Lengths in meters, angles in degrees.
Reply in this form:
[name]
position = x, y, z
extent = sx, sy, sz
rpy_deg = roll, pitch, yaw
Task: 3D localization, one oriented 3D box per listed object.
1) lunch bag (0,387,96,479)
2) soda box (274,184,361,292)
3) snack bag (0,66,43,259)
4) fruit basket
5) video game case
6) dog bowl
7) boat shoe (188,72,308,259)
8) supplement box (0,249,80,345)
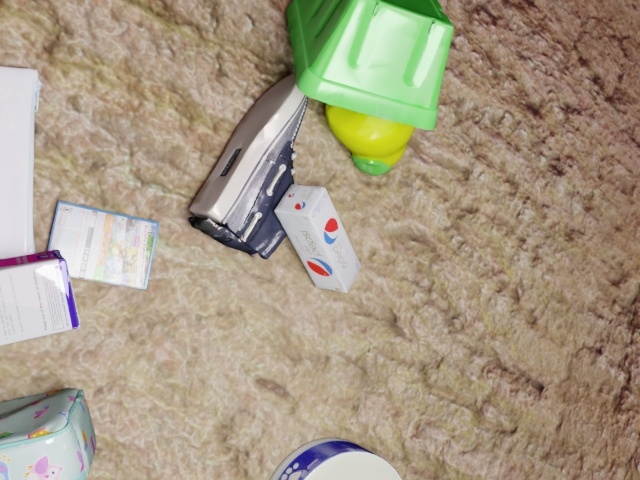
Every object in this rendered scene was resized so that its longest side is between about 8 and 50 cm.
[lunch bag]
position = -0.433, 0.293, 0.909
extent = 0.224, 0.279, 0.107
rpy_deg = -13, 93, -15
[soda box]
position = 0.000, 0.000, 1.192
extent = 0.069, 0.074, 0.216
rpy_deg = -59, 141, -32
[snack bag]
position = -0.597, -0.118, 0.981
extent = 0.343, 0.037, 0.322
rpy_deg = 2, 86, -26
[fruit basket]
position = 0.072, -0.295, 1.199
extent = 0.283, 0.392, 0.391
rpy_deg = 13, 82, -17
[video game case]
position = -0.362, 0.010, 1.102
extent = 0.166, 0.015, 0.119
rpy_deg = 13, 81, -25
[dog bowl]
position = 0.030, 0.507, 1.219
extent = 0.265, 0.104, 0.264
rpy_deg = 1, 87, -26
[boat shoe]
position = -0.089, -0.127, 1.200
extent = 0.158, 0.127, 0.340
rpy_deg = 40, 74, -32
[supplement box]
position = -0.483, 0.092, 0.973
extent = 0.220, 0.111, 0.113
rpy_deg = -13, 103, -25
